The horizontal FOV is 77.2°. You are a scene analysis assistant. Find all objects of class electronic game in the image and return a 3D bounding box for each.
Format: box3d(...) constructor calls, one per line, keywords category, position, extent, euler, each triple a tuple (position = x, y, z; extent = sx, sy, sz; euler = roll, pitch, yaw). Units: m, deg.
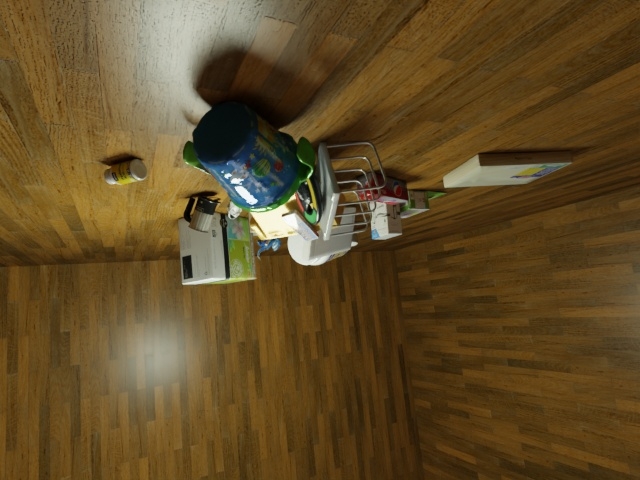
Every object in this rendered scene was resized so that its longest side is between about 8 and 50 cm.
box3d(category="electronic game", position=(-0.050, -0.163, 1.321), extent=(0.048, 0.229, 0.229), euler=(-20, 175, -16))

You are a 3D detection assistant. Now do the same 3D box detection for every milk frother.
box3d(category="milk frother", position=(-0.476, -0.111, 1.664), extent=(0.129, 0.135, 0.143), euler=(25, -173, 33))

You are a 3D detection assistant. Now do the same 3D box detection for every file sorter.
box3d(category="file sorter", position=(0.085, -0.159, 1.304), extent=(0.173, 0.193, 0.278), euler=(-8, 153, -11))

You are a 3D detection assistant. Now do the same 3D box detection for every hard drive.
box3d(category="hard drive", position=(0.049, -0.043, 1.960), extent=(0.047, 0.233, 0.353), euler=(16, -163, 34))

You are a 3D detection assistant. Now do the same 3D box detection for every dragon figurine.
box3d(category="dragon figurine", position=(-0.296, 0.013, 2.385), extent=(0.144, 0.289, 0.085), euler=(34, -166, 33))

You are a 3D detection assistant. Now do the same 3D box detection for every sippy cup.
box3d(category="sippy cup", position=(-0.184, -0.213, 0.986), extent=(0.305, 0.240, 0.224), euler=(-30, 156, 9))

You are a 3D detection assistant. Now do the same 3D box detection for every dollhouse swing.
box3d(category="dollhouse swing", position=(-0.117, -0.193, 1.630), extent=(0.346, 0.305, 0.315), euler=(-9, -148, 19))

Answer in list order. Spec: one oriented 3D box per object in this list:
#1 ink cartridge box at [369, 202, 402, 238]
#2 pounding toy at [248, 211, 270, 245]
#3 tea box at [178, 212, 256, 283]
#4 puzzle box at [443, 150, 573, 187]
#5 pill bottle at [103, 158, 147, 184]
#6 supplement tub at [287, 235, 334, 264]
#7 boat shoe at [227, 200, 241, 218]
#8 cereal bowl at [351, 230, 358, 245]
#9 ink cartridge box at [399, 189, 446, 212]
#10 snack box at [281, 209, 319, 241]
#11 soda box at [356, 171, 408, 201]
box3d(category="ink cartridge box", position=(0.313, -0.117, 1.939), extent=(0.085, 0.203, 0.148), euler=(0, 169, -24))
box3d(category="pounding toy", position=(-0.239, -0.072, 1.922), extent=(0.094, 0.181, 0.206), euler=(-11, 170, 29))
box3d(category="tea box", position=(-0.518, 0.048, 2.036), extent=(0.220, 0.329, 0.323), euler=(-11, 171, 28))
box3d(category="puzzle box", position=(0.748, -0.285, 1.627), extent=(0.408, 0.052, 0.272), euler=(-4, 171, -12))
box3d(category="pill bottle", position=(-0.592, -0.204, 1.212), extent=(0.116, 0.065, 0.065), euler=(-9, 171, 19))
box3d(category="supplement tub", position=(0.000, 0.000, 2.174), extent=(0.241, 0.241, 0.331), euler=(-11, -177, 32))
box3d(category="boat shoe", position=(-0.381, -0.138, 1.790), extent=(0.066, 0.063, 0.184), euler=(-1, 170, -29))
box3d(category="cereal bowl", position=(0.065, -0.027, 2.559), extent=(0.338, 0.141, 0.339), euler=(-5, 171, -1))
box3d(category="ink cartridge box", position=(0.479, -0.178, 2.001), extent=(0.255, 0.097, 0.189), euler=(0, 170, -27))
box3d(category="snack box", position=(-0.077, -0.055, 1.571), extent=(0.064, 0.022, 0.178), euler=(-17, 139, 25))
box3d(category="soda box", position=(0.259, -0.209, 1.658), extent=(0.083, 0.092, 0.263), euler=(-12, 169, 42))
